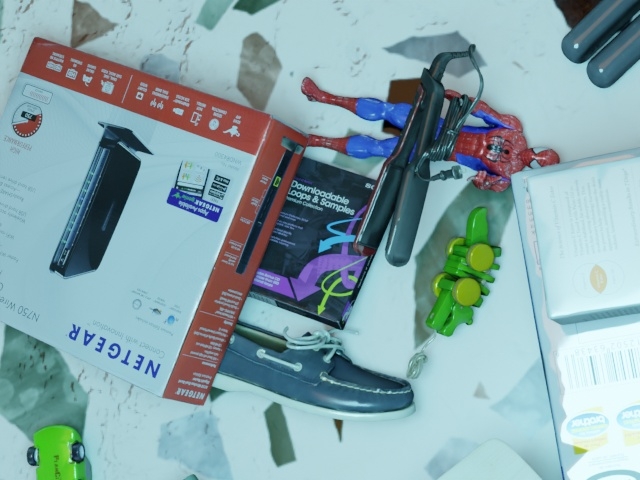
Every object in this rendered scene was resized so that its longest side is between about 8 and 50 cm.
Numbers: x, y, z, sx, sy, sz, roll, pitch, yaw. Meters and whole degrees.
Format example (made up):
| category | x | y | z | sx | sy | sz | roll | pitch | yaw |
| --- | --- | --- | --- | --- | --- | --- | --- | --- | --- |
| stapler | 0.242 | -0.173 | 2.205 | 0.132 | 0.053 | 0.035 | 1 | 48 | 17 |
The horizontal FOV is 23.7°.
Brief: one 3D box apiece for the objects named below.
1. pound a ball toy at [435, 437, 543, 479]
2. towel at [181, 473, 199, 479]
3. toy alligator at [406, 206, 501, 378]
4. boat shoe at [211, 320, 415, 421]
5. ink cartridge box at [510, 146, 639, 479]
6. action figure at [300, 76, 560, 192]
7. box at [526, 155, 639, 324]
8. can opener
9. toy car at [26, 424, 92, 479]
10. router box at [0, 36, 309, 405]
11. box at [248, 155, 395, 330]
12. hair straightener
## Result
| category | x | y | z | sx | sy | sz | roll | pitch | yaw |
| --- | --- | --- | --- | --- | --- | --- | --- | --- | --- |
| pound a ball toy | 0.207 | 0.366 | 1.403 | 0.136 | 0.208 | 0.319 | -35 | 70 | -21 |
| towel | -0.138 | 0.454 | 1.506 | 0.271 | 0.040 | 0.370 | -36 | 70 | 8 |
| toy alligator | 0.143 | 0.060 | 1.548 | 0.051 | 0.056 | 0.189 | 23 | 86 | -25 |
| boat shoe | -0.021 | 0.126 | 1.564 | 0.254 | 0.095 | 0.079 | 12 | 97 | 25 |
| ink cartridge box | 0.345 | 0.110 | 1.433 | 0.270 | 0.151 | 0.395 | -11 | 78 | 14 |
| action figure | 0.101 | -0.109 | 1.540 | 0.280 | 0.139 | 0.091 | 12 | 88 | 14 |
| box | 0.279 | -0.003 | 1.343 | 0.170 | 0.091 | 0.130 | -10 | 81 | 14 |
| can opener | 0.357 | -0.274 | 1.508 | 0.283 | 0.095 | 0.076 | -44 | 74 | 6 |
| toy car | -0.266 | 0.309 | 1.626 | 0.239 | 0.053 | 0.225 | -8 | 80 | 13 |
| router box | -0.213 | -0.026 | 1.601 | 0.335 | 0.082 | 0.301 | 20 | 88 | 30 |
| box | 0.000 | 0.000 | 1.585 | 0.116 | 0.029 | 0.162 | 18 | 71 | 16 |
| hair straightener | 0.111 | -0.081 | 1.461 | 0.089 | 0.047 | 0.230 | 22 | 87 | 36 |
